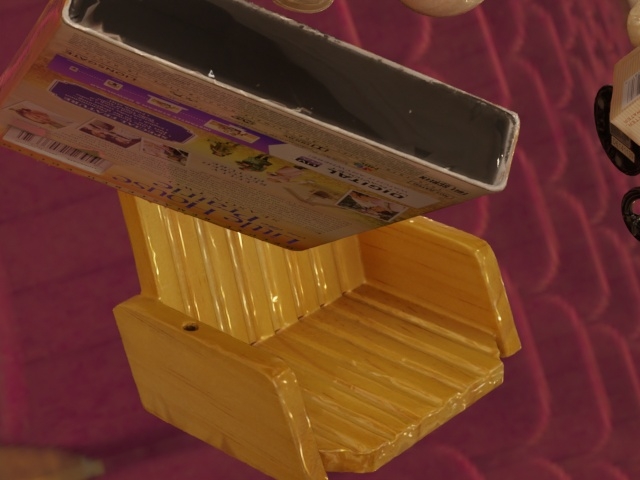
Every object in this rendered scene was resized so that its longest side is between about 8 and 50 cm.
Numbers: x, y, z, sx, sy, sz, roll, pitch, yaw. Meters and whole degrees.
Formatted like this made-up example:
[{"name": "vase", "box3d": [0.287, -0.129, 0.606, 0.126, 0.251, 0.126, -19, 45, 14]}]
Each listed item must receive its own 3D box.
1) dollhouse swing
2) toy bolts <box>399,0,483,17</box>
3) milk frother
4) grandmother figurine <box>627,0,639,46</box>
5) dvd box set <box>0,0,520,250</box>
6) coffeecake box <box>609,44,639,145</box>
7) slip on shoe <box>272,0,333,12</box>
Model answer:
[{"name": "dollhouse swing", "box3d": [0.000, 0.000, 1.533, 0.347, 0.315, 0.305, -26, 127, -43]}, {"name": "toy bolts", "box3d": [0.024, -0.212, 0.706, 0.158, 0.218, 0.228, 41, -46, 34]}, {"name": "milk frother", "box3d": [0.328, -0.082, 1.378, 0.143, 0.134, 0.129, 90, -24, -50]}, {"name": "grandmother figurine", "box3d": [0.488, -0.211, 1.589, 0.104, 0.342, 0.208, -49, 130, -35]}, {"name": "dvd box set", "box3d": [-0.078, -0.084, 1.158, 0.420, 0.307, 0.062, 161, -53, -71]}, {"name": "coffeecake box", "box3d": [0.300, -0.079, 0.980, 0.185, 0.142, 0.068, 36, 40, -18]}, {"name": "slip on shoe", "box3d": [-0.039, -0.270, 1.588, 0.135, 0.041, 0.051, 23, 83, -29]}]
